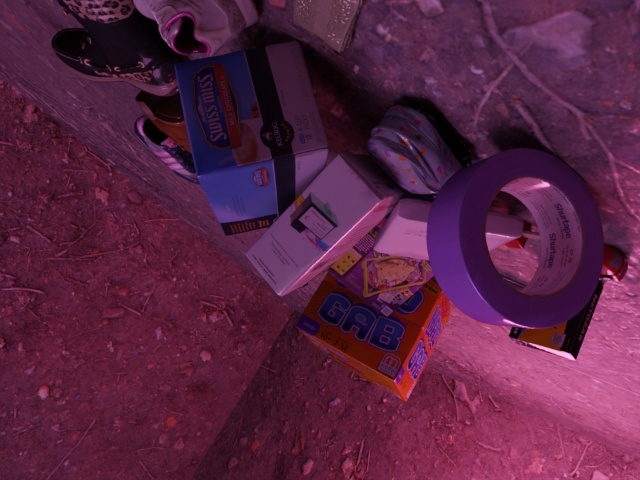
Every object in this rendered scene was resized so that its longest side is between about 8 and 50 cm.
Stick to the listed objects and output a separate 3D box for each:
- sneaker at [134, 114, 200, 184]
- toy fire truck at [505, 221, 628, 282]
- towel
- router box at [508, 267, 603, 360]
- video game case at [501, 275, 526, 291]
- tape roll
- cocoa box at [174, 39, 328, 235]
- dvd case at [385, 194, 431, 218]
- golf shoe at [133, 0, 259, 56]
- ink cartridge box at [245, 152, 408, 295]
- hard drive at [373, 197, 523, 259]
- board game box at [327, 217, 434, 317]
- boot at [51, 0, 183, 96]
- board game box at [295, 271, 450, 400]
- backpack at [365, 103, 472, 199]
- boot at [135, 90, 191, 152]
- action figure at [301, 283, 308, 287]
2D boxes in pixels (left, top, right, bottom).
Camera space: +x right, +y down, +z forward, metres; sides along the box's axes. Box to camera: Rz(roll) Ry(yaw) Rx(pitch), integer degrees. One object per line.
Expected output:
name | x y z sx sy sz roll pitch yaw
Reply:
sneaker | -0.493 -0.304 1.623 0.319 0.112 0.131 36 166 -18
toy fire truck | 0.472 0.020 0.929 0.135 0.047 0.192 39 163 -26
towel | 0.008 -0.354 0.714 0.110 0.027 0.148 33 164 0
router box | 0.505 0.153 1.024 0.133 0.178 0.046 10 155 50
video game case | 0.489 0.146 1.309 0.285 0.025 0.204 26 162 21
tape roll | 0.309 -0.002 0.754 0.275 0.274 0.090 35 164 -11
cocoa box | -0.129 -0.180 0.959 0.228 0.231 0.347 -13 165 -7
dvd case | 0.185 -0.093 1.176 0.221 0.018 0.164 13 157 46
golf shoe | -0.255 -0.405 0.847 0.306 0.140 0.115 22 163 34
ink cartridge box | 0.018 -0.036 0.937 0.117 0.278 0.201 50 -157 9
hard drive | 0.255 -0.009 1.049 0.233 0.047 0.353 9 168 1
board game box | 0.153 0.058 1.300 0.347 0.208 0.056 41 -166 -35
boot | -0.506 -0.483 1.070 0.378 0.138 0.284 23 163 16
board game box | 0.196 0.270 1.612 0.357 0.356 0.356 24 162 26
backpack | 0.169 -0.154 0.849 0.152 0.115 0.182 12 155 50
boot | -0.399 -0.326 1.386 0.284 0.109 0.220 21 159 39
action figure | 0.053 0.026 1.415 0.330 0.341 0.178 41 -156 -6
